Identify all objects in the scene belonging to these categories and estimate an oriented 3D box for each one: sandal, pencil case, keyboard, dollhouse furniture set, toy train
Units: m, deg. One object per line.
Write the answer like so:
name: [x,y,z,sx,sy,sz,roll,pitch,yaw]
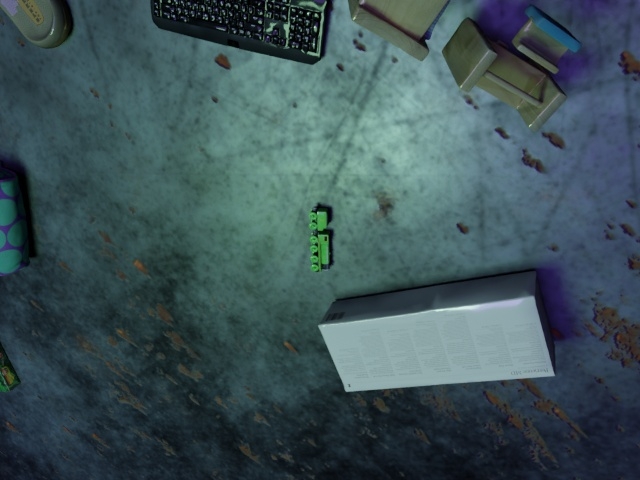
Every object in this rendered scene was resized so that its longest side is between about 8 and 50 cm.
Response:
sandal: [-0.363,-0.302,0.624,0.090,0.060,0.219,-26,105,30]
pencil case: [-0.442,-0.026,0.798,0.070,0.064,0.152,8,120,-1]
keyboard: [-0.087,-0.236,0.567,0.192,0.038,0.100,16,121,12]
dollhouse furniture set: [0.130,-0.207,0.466,0.183,0.129,0.129,23,125,-21]
toy train: [0.000,0.000,0.671,0.023,0.017,0.083,2,117,8]

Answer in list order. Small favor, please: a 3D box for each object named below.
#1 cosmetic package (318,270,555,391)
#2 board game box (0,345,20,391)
cosmetic package: [0.127,0.105,0.651,0.239,0.060,0.099,-11,110,26]
board game box: [-0.609,0.139,0.972,0.136,0.030,0.260,-4,115,20]
